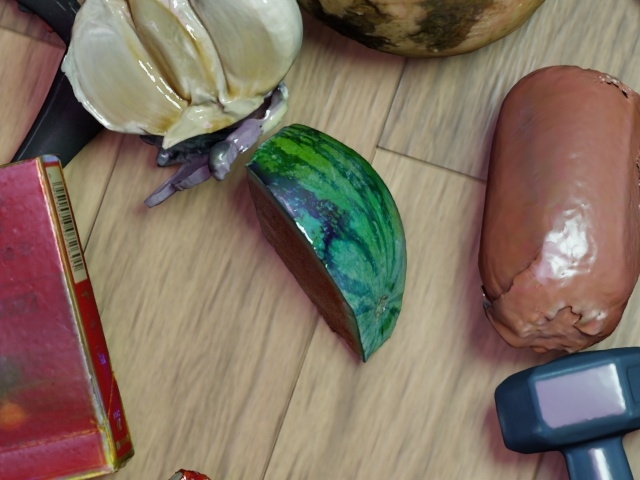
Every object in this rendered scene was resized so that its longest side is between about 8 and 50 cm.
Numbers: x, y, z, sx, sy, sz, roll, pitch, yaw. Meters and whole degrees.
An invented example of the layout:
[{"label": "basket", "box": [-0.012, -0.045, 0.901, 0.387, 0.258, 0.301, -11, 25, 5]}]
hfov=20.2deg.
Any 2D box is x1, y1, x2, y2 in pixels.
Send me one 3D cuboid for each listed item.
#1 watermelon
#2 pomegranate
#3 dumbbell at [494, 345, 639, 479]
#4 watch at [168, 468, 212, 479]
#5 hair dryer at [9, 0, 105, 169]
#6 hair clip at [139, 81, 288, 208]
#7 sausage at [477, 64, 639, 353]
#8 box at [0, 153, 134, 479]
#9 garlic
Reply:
[{"label": "watermelon", "box": [0.011, -0.012, 1.699, 0.128, 0.146, 0.231, -37, 78, 4]}, {"label": "pomegranate", "box": [0.086, -0.327, 1.661, 0.322, 0.322, 0.322, -1, 83, 10]}, {"label": "dumbbell", "box": [0.266, 0.260, 1.626, 0.160, 0.144, 0.325, -15, 82, 6]}, {"label": "watch", "box": [-0.181, 0.330, 1.674, 0.268, 0.165, 0.102, -42, 78, -19]}, {"label": "hair dryer", "box": [-0.292, -0.204, 1.826, 0.271, 0.091, 0.235, 42, 100, 24]}, {"label": "hair clip", "box": [-0.105, -0.098, 1.742, 0.146, 0.187, 0.056, -51, 118, -30]}, {"label": "sausage", "box": [0.223, -0.032, 1.651, 0.152, 0.152, 0.280, 6, 68, 11]}, {"label": "box", "box": [-0.318, 0.089, 1.751, 0.197, 0.089, 0.313, -13, 92, 7]}, {"label": "garlic", "box": [-0.121, -0.201, 1.677, 0.229, 0.143, 0.178, -15, 115, 26]}]
